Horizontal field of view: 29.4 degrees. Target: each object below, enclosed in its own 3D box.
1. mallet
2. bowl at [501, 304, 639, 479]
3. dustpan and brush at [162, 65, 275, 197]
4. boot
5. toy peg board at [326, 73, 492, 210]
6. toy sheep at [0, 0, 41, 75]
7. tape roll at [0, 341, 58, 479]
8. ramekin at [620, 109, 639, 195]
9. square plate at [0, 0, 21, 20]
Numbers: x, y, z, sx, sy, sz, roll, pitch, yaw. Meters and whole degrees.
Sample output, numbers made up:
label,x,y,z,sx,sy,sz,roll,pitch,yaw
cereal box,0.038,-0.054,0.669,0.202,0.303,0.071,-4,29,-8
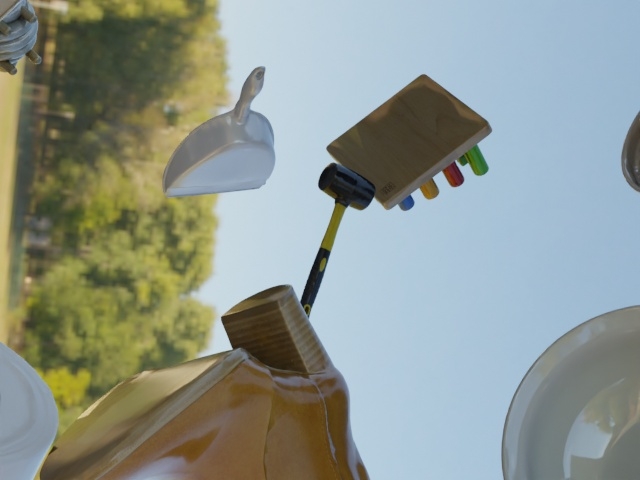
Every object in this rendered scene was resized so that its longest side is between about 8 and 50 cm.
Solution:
label,x,y,z,sx,sy,sz,roll,pitch,yaw
mallet,0.000,0.000,1.361,0.039,0.062,0.189,-13,-134,58
bowl,0.330,0.220,1.167,0.134,0.298,0.297,59,27,-59
dustpan and brush,-0.102,-0.132,1.480,0.211,0.147,0.060,-47,-124,53
boot,-0.047,0.170,0.823,0.295,0.104,0.211,-36,106,-58
toy peg board,0.119,-0.104,1.519,0.079,0.161,0.161,55,-5,-39
toy sheep,-0.349,-0.237,1.332,0.132,0.091,0.091,103,-13,-47
tape roll,-0.422,0.179,1.261,0.100,0.286,0.286,-60,-160,18
ramekin,0.447,-0.105,1.347,0.207,0.109,0.207,-40,-153,26
square plate,-0.333,-0.387,1.251,0.344,0.049,0.347,-25,-120,44
